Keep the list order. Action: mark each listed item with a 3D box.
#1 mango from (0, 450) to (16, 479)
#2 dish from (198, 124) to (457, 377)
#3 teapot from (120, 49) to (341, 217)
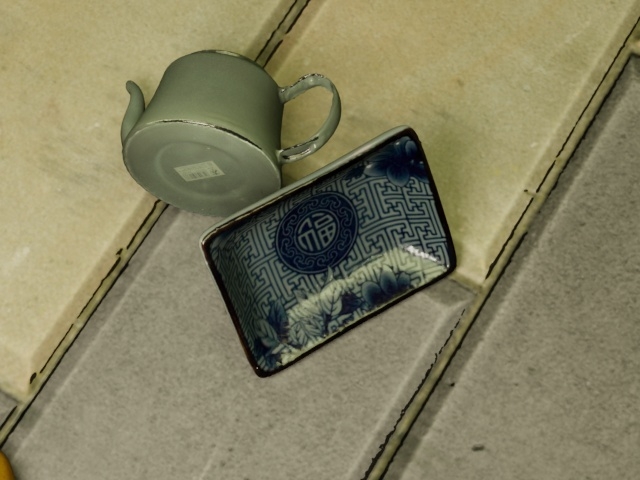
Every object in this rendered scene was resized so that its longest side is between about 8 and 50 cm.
[{"bbox_3d":[-0.322,0.274,1.394,0.115,0.090,0.178,-20,67,-19],"label":"mango"},{"bbox_3d":[0.000,0.000,1.495,0.243,0.182,0.080,-29,34,-13],"label":"dish"},{"bbox_3d":[-0.095,-0.127,1.527,0.239,0.162,0.149,0,55,18],"label":"teapot"}]
